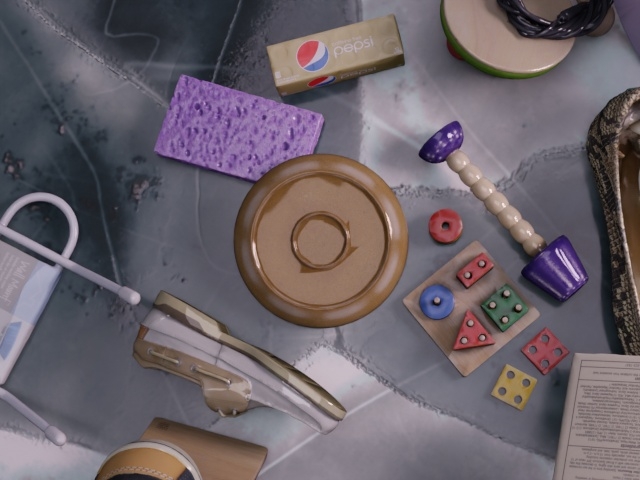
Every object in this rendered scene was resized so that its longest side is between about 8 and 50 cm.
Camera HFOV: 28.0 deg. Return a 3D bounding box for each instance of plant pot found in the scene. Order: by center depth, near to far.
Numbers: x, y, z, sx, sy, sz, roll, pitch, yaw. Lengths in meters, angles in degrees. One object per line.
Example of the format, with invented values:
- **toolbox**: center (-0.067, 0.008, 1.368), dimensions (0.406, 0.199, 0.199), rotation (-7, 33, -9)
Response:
- **plant pot**: center (0.000, 0.000, 1.714), dimensions (0.236, 0.032, 0.236), rotation (0, 89, 2)

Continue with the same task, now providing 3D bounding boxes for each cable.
- **cable**: center (0.312, -0.333, 1.676), dimensions (0.150, 0.047, 0.184), rotation (27, 72, -8)

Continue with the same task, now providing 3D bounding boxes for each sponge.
- **sponge**: center (-0.112, -0.145, 1.765), dimensions (0.210, 0.031, 0.117), rotation (17, 84, 8)

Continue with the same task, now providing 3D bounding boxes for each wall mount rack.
- **wall mount rack**: center (-0.406, 0.108, 1.704), dimensions (0.304, 0.130, 0.350), rotation (26, 85, 9)

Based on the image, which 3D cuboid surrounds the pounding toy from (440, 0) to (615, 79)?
- **pounding toy**: center (0.259, -0.286, 1.728), dimensions (0.237, 0.110, 0.183), rotation (-32, 74, -24)

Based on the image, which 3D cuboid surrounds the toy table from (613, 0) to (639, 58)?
- **toy table**: center (0.498, -0.302, 1.635), dimensions (0.161, 0.274, 0.252), rotation (-38, 45, -8)

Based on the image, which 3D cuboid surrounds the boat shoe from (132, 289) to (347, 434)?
- **boat shoe**: center (-0.109, 0.182, 1.681), dimensions (0.302, 0.113, 0.103), rotation (29, 86, 20)

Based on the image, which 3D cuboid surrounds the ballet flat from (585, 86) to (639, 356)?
- **ballet flat**: center (0.443, 0.034, 1.608), dimensions (0.164, 0.182, 0.483), rotation (-13, 80, 3)

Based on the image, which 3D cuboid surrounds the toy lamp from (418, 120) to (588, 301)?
- **toy lamp**: center (0.246, -0.036, 1.693), dimensions (0.080, 0.080, 0.274), rotation (-39, 78, -1)

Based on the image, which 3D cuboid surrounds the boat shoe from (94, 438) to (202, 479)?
- **boat shoe**: center (-0.173, 0.488, 1.542), dimensions (0.187, 0.156, 0.500), rotation (-9, 108, 14)

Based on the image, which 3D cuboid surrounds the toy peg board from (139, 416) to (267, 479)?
- **toy peg board**: center (-0.170, 0.320, 1.655), dimensions (0.161, 0.160, 0.079), rotation (15, 115, 7)

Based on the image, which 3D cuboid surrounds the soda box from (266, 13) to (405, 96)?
- **soda box**: center (0.022, -0.253, 1.755), dimensions (0.181, 0.058, 0.061), rotation (-14, 80, 4)

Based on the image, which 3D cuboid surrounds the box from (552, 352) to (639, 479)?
- **box**: center (0.351, 0.297, 1.485), dimensions (0.148, 0.121, 0.311), rotation (2, 63, 29)

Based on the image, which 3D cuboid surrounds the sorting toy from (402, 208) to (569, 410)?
- **sorting toy**: center (0.204, 0.095, 1.690), dimensions (0.132, 0.046, 0.274), rotation (-39, 80, -1)
